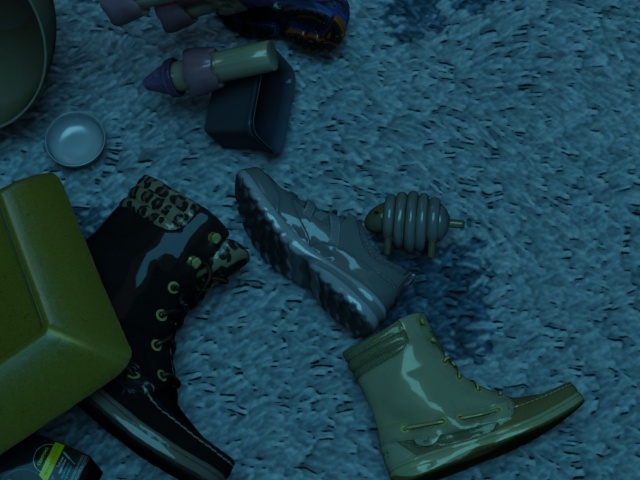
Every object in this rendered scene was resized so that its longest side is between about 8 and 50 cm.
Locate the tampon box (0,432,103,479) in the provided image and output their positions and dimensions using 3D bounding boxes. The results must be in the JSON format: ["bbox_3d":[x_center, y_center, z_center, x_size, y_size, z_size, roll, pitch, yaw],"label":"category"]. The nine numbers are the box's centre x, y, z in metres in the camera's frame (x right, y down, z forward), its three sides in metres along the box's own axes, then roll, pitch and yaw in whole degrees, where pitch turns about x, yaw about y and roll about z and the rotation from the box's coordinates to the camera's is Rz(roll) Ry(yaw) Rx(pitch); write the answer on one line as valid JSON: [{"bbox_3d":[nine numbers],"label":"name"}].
[{"bbox_3d":[-0.366,0.295,1.573,0.161,0.101,0.120,19,69,7],"label":"tampon box"}]

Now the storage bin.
[{"bbox_3d":[-0.097,-0.185,1.781,0.091,0.098,0.135,-2,66,29],"label":"storage bin"}]

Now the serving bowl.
[{"bbox_3d":[-0.334,-0.134,1.784,0.083,0.027,0.083,0,68,0],"label":"serving bowl"}]

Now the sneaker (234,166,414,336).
[{"bbox_3d":[0.000,0.000,1.703,0.115,0.105,0.281,-39,74,-25],"label":"sneaker"}]

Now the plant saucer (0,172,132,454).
[{"bbox_3d":[-0.426,0.099,1.566,0.333,0.081,0.333,-34,53,6],"label":"plant saucer"}]

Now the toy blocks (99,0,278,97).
[{"bbox_3d":[-0.225,-0.366,1.690,0.260,0.288,0.309,-10,69,19],"label":"toy blocks"}]

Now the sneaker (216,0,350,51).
[{"bbox_3d":[-0.057,-0.330,1.847,0.221,0.083,0.087,21,43,13],"label":"sneaker"}]

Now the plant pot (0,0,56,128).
[{"bbox_3d":[-0.474,-0.311,1.748,0.284,0.284,0.191,11,35,4],"label":"plant pot"}]

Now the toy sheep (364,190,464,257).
[{"bbox_3d":[0.124,-0.022,1.716,0.132,0.091,0.091,3,68,2],"label":"toy sheep"}]

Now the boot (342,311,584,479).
[{"bbox_3d":[0.177,0.175,1.634,0.262,0.095,0.203,-22,69,-2],"label":"boot"}]

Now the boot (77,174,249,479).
[{"bbox_3d":[-0.194,0.109,1.634,0.377,0.138,0.284,35,72,21],"label":"boot"}]
